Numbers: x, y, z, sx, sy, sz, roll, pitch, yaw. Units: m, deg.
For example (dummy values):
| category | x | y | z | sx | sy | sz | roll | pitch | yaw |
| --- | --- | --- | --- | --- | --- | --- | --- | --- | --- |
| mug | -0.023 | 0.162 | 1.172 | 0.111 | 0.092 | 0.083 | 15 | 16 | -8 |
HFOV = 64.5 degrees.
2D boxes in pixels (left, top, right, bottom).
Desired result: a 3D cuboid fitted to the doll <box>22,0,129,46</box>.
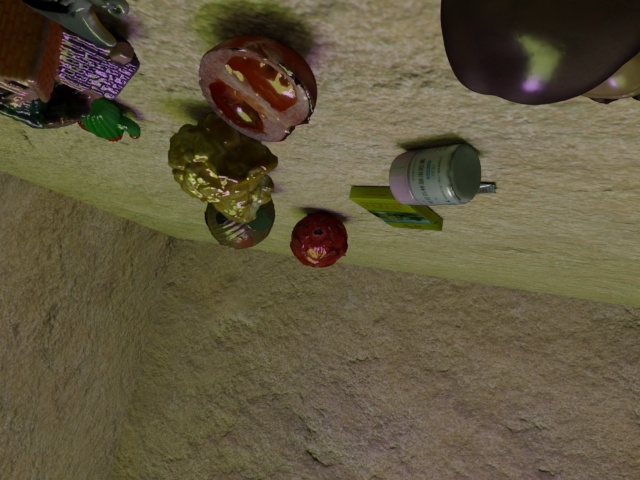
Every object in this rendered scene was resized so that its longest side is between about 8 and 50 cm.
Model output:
| category | x | y | z | sx | sy | sz | roll | pitch | yaw |
| --- | --- | --- | --- | --- | --- | --- | --- | --- | --- |
| doll | -0.415 | -0.382 | 0.690 | 0.317 | 0.103 | 0.145 | 21 | 125 | -11 |

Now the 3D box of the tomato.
| category | x | y | z | sx | sy | sz | roll | pitch | yaw |
| --- | --- | --- | --- | --- | --- | --- | --- | --- | --- |
| tomato | -0.100 | -0.279 | 0.872 | 0.199 | 0.112 | 0.228 | 35 | 152 | -26 |

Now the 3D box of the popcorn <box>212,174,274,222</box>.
| category | x | y | z | sx | sy | sz | roll | pitch | yaw |
| --- | --- | --- | --- | --- | --- | --- | --- | --- | --- |
| popcorn | -0.257 | -0.155 | 1.554 | 0.204 | 0.184 | 0.221 | 51 | 159 | -2 |

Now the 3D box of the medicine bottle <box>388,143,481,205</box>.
| category | x | y | z | sx | sy | sz | roll | pitch | yaw |
| --- | --- | --- | --- | --- | --- | --- | --- | --- | --- |
| medicine bottle | 0.255 | -0.144 | 1.143 | 0.135 | 0.135 | 0.169 | 21 | 168 | -40 |

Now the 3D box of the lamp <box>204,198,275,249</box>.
| category | x | y | z | sx | sy | sz | roll | pitch | yaw |
| --- | --- | --- | --- | --- | --- | --- | --- | --- | --- |
| lamp | -0.289 | -0.110 | 1.764 | 0.250 | 0.250 | 0.284 | -2 | 125 | 54 |

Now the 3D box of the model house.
| category | x | y | z | sx | sy | sz | roll | pitch | yaw |
| --- | --- | --- | --- | --- | --- | --- | --- | --- | --- |
| model house | -0.463 | -0.310 | 0.872 | 0.238 | 0.202 | 0.237 | 4 | 167 | 42 |

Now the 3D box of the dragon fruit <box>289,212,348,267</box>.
| category | x | y | z | sx | sy | sz | roll | pitch | yaw |
| --- | --- | --- | --- | --- | --- | --- | --- | --- | --- |
| dragon fruit | -0.006 | 0.001 | 2.023 | 0.241 | 0.240 | 0.252 | 7 | 157 | 28 |

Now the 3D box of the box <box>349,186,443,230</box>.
| category | x | y | z | sx | sy | sz | roll | pitch | yaw |
| --- | --- | --- | --- | --- | --- | --- | --- | --- | --- |
| box | 0.254 | -0.099 | 1.648 | 0.187 | 0.047 | 0.335 | 5 | 169 | 35 |

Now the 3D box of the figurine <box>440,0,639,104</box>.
| category | x | y | z | sx | sy | sz | roll | pitch | yaw |
| --- | --- | --- | --- | --- | --- | --- | --- | --- | --- |
| figurine | 0.287 | -0.248 | 0.537 | 0.365 | 0.206 | 0.218 | -11 | -150 | -39 |

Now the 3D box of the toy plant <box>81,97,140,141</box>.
| category | x | y | z | sx | sy | sz | roll | pitch | yaw |
| --- | --- | --- | --- | --- | --- | --- | --- | --- | --- |
| toy plant | -0.552 | -0.308 | 1.329 | 0.155 | 0.088 | 0.240 | 8 | 170 | 16 |

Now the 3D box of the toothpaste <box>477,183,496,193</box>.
| category | x | y | z | sx | sy | sz | roll | pitch | yaw |
| --- | --- | --- | --- | --- | --- | --- | --- | --- | --- |
| toothpaste | 0.356 | -0.138 | 1.343 | 0.206 | 0.036 | 0.056 | 3 | 166 | 24 |

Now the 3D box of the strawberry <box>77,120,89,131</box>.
| category | x | y | z | sx | sy | sz | roll | pitch | yaw |
| --- | --- | --- | --- | --- | --- | --- | --- | --- | --- |
| strawberry | -0.646 | -0.327 | 1.460 | 0.104 | 0.048 | 0.152 | 14 | 167 | 13 |

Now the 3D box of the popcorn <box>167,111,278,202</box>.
| category | x | y | z | sx | sy | sz | roll | pitch | yaw |
| --- | --- | --- | --- | --- | --- | --- | --- | --- | --- |
| popcorn | -0.234 | -0.202 | 1.250 | 0.252 | 0.205 | 0.237 | -5 | 149 | 25 |
